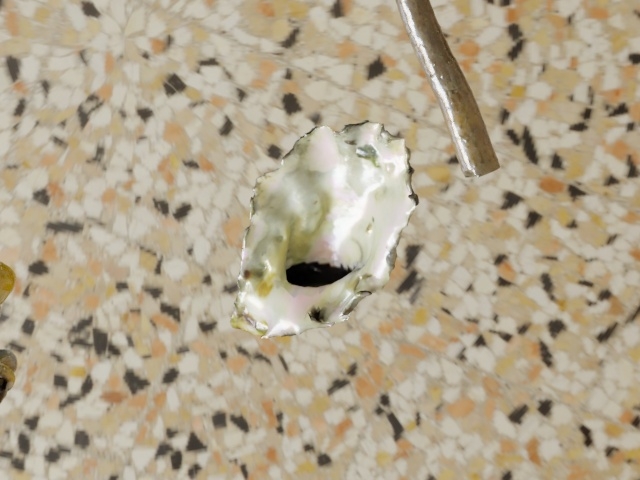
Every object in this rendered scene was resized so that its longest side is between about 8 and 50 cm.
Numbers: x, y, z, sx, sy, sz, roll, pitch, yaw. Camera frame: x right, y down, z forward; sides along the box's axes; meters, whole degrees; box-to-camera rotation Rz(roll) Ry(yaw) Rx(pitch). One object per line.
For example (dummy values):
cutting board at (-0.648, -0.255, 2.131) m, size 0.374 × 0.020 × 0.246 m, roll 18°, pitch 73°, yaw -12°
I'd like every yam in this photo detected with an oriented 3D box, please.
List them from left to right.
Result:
yam at (0.122, -0.225, 1.393) m, size 0.045 × 0.045 × 0.327 m, roll -21°, pitch 96°, yaw 6°

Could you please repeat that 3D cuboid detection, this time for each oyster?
oyster at (0.009, -0.001, 0.983) m, size 0.132 × 0.072 × 0.209 m, roll 22°, pitch 107°, yaw 18°

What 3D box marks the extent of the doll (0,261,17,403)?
doll at (-0.251, 0.136, 0.730) m, size 0.103 × 0.316 × 0.145 m, roll -9°, pitch 138°, yaw 17°
